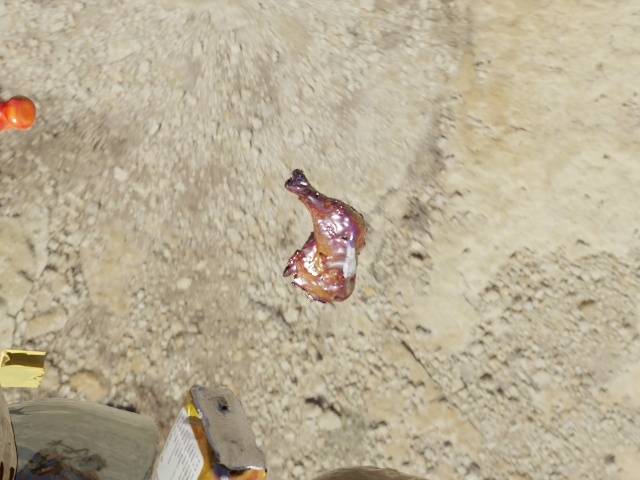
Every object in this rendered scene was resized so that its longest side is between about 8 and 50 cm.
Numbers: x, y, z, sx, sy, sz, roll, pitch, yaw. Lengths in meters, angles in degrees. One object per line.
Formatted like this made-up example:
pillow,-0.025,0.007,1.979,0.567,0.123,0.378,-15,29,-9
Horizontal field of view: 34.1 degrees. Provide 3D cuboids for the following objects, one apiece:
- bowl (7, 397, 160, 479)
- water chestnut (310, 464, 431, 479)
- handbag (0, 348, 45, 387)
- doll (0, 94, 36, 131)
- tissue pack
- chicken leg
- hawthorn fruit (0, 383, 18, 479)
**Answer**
bowl,-0.331,0.266,1.047,0.337,0.337,0.157,-45,106,6
water chestnut,0.052,0.422,1.173,0.335,0.347,0.335,-9,70,25
handbag,-0.413,0.178,1.442,0.061,0.083,0.027,6,60,-17
doll,-0.597,-0.176,1.616,0.336,0.200,0.105,-6,86,33
tissue pack,-0.167,0.340,1.458,0.092,0.183,0.226,12,116,-33
chicken leg,0.006,-0.001,1.059,0.093,0.053,0.205,-10,135,-11
hawthorn fruit,-0.263,0.108,0.562,0.208,0.208,0.248,-36,82,4
